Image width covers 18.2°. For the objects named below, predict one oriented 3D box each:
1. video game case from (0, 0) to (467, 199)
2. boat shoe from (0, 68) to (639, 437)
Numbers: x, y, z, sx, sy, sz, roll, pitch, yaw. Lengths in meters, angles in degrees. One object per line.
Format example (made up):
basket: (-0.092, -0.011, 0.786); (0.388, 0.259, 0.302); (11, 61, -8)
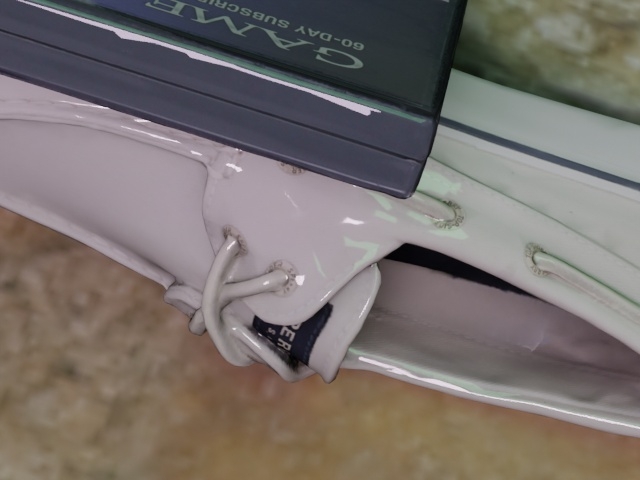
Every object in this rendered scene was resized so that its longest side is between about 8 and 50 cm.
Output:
video game case: (-0.051, -0.099, 0.568); (0.196, 0.026, 0.274); (17, 25, 1)
boat shoe: (0.000, 0.000, 0.582); (0.268, 0.096, 0.088); (16, 55, -12)
